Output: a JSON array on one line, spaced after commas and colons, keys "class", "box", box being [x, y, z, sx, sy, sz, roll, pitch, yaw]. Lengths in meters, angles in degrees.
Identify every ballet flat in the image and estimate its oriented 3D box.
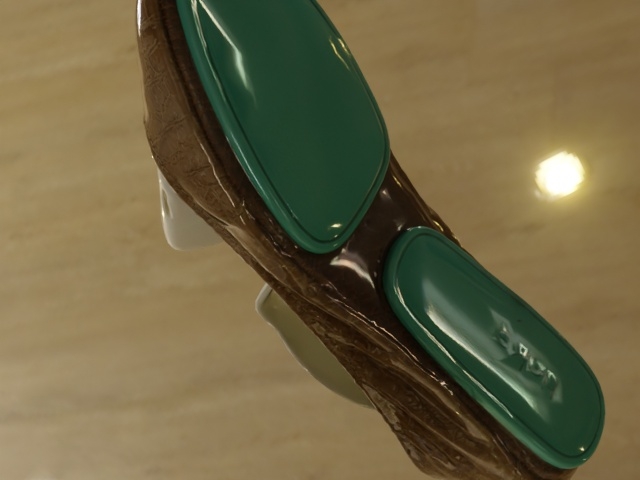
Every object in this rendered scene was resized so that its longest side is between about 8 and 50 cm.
[{"class": "ballet flat", "box": [0.000, 0.000, 0.807, 0.124, 0.342, 0.116, -22, -153, 44]}]
